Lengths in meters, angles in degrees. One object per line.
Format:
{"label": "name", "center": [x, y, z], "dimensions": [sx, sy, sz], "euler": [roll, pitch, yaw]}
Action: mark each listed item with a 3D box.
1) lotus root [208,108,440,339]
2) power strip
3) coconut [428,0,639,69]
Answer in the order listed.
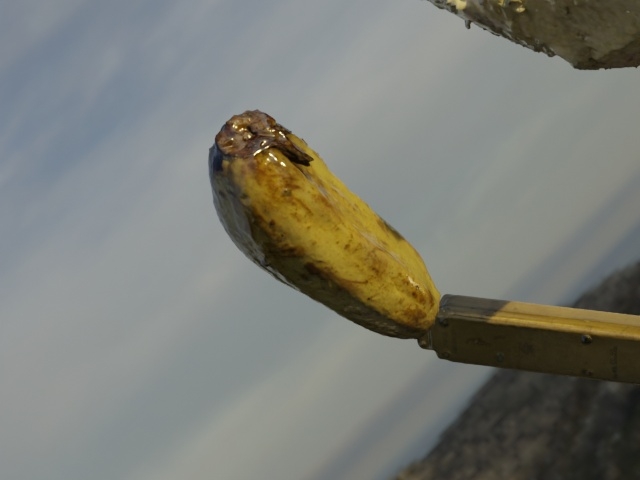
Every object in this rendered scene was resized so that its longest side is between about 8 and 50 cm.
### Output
{"label": "lotus root", "center": [0.000, 0.000, 1.298], "dimensions": [0.097, 0.258, 0.110], "euler": [-38, 27, 21]}
{"label": "power strip", "center": [0.231, 0.096, 1.567], "dimensions": [0.044, 0.305, 0.064], "euler": [-60, -30, -49]}
{"label": "coconut", "center": [0.266, -0.346, 1.441], "dimensions": [0.404, 0.404, 0.404], "euler": [-44, -7, -7]}
